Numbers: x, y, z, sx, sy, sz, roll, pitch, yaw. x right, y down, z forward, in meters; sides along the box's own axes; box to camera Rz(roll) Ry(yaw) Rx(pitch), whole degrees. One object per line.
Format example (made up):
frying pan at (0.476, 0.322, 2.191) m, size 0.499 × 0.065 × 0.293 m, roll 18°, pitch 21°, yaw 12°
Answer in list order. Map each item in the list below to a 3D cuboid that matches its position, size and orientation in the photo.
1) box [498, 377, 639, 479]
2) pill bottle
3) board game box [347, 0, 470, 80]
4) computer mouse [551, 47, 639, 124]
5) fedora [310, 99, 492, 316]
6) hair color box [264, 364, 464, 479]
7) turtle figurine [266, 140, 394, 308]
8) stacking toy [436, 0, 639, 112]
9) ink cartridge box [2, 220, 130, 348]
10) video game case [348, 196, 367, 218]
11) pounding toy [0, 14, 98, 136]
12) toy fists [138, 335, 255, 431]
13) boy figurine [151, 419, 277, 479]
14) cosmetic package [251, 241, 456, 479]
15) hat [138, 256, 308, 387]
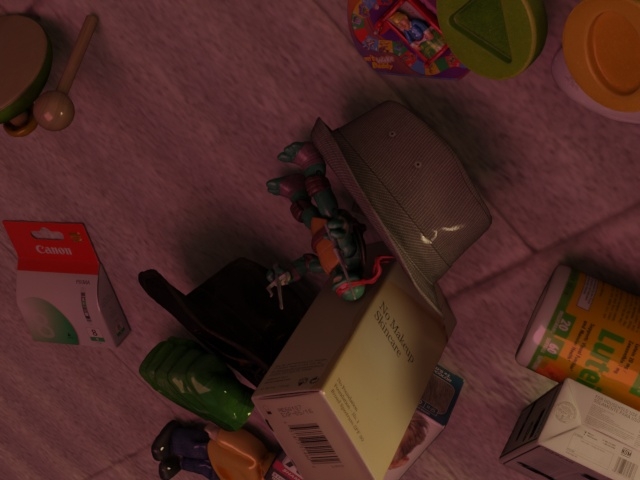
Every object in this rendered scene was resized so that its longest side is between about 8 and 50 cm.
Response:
box at (0.339, 0.269, 1.304) m, size 0.169 × 0.087 × 0.290 m, roll 25°, pitch 165°, yaw 9°
pill bottle at (0.375, 0.137, 1.240) m, size 0.246 × 0.136 × 0.136 m, roll 24°, pitch 133°, yaw 10°
board game box at (0.103, -0.239, 1.165) m, size 0.169 × 0.033 × 0.133 m, roll 10°, pitch 129°, yaw 23°
computer mouse at (0.336, -0.151, 1.099) m, size 0.193 × 0.042 × 0.106 m, roll 22°, pitch 134°, yaw 12°
fedora at (0.108, -0.058, 1.191) m, size 0.275 × 0.124 × 0.244 m, roll 56°, pitch -174°, yaw 28°
hair color box at (0.057, 0.293, 1.561) m, size 0.174 × 0.105 × 0.347 m, roll 32°, pitch 133°, yaw 3°
turtle figurine at (0.000, 0.000, 1.290) m, size 0.175 × 0.118 × 0.234 m, roll -45°, pitch 54°, yaw 40°
stacking toy at (0.245, -0.298, 1.022) m, size 0.280 × 0.130 × 0.308 m, roll 13°, pitch 130°, yaw 49°
ink cartridge box at (-0.434, 0.075, 1.697) m, size 0.181 × 0.056 × 0.224 m, roll 2°, pitch 127°, yaw 27°
video game case at (0.101, -0.049, 1.331) m, size 0.122 × 0.011 × 0.087 m, roll 23°, pitch 133°, yaw 11°
pounding toy at (-0.407, -0.207, 1.404) m, size 0.237 × 0.183 × 0.110 m, roll 3°, pitch 152°, yaw 23°
toy fists at (-0.196, 0.214, 1.588) m, size 0.142 × 0.096 × 0.279 m, roll 34°, pitch 168°, yaw -16°
boy figurine at (-0.145, 0.394, 1.764) m, size 0.285 × 0.092 × 0.177 m, roll 10°, pitch 126°, yaw 26°
cosmetic package at (0.053, 0.150, 1.310) m, size 0.113 × 0.309 × 0.160 m, roll -12°, pitch 119°, yaw 36°
hat at (-0.096, 0.115, 1.459) m, size 0.331 × 0.134 × 0.331 m, roll 39°, pitch 169°, yaw 9°
